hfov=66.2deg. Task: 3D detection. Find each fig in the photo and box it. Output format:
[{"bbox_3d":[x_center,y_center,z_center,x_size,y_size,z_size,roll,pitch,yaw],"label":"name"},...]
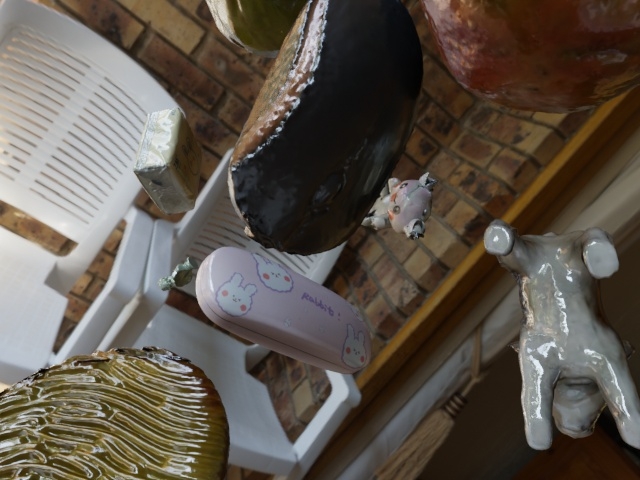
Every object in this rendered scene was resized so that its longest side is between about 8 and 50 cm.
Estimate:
[{"bbox_3d":[-0.074,-0.510,0.856,0.343,0.343,0.343,37,12,-9],"label":"fig"}]

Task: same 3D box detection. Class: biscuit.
[{"bbox_3d":[-0.242,0.214,0.454,0.318,0.317,0.040,-122,-161,-58],"label":"biscuit"}]

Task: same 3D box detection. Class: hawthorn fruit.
[{"bbox_3d":[0.334,-0.351,0.613,0.402,0.403,0.403,37,12,-9],"label":"hawthorn fruit"}]

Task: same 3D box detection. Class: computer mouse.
[{"bbox_3d":[0.020,-0.133,0.534,0.182,0.324,0.116,29,-8,-38],"label":"computer mouse"}]

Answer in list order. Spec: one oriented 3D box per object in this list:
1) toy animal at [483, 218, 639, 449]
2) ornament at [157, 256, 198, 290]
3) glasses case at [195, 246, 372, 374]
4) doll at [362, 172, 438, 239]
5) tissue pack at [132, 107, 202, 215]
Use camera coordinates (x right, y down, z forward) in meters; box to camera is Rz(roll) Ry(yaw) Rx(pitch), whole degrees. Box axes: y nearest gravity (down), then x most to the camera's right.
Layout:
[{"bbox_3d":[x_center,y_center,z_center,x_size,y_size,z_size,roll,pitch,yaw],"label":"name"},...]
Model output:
[{"bbox_3d":[0.391,0.135,0.783,0.302,0.194,0.345,8,76,-64],"label":"toy animal"},{"bbox_3d":[-0.298,0.076,1.032,0.041,0.092,0.068,56,-15,16],"label":"ornament"},{"bbox_3d":[-0.040,0.104,0.701,0.296,0.075,0.113,30,37,-31],"label":"glasses case"},{"bbox_3d":[0.173,-0.069,1.071,0.095,0.149,0.192,31,-14,-26],"label":"doll"},{"bbox_3d":[-0.331,-0.176,1.090,0.148,0.092,0.196,70,14,-50],"label":"tissue pack"}]
